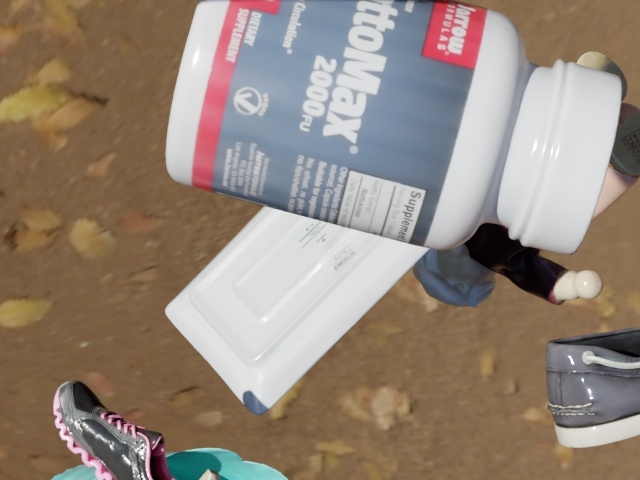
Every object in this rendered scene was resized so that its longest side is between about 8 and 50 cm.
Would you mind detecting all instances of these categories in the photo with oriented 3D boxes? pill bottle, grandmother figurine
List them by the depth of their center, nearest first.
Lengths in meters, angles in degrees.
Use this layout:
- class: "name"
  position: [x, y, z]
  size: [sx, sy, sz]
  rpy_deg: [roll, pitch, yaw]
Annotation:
- class: "pill bottle"
  position: [0.032, -0.055, 0.710]
  size: [0.180, 0.108, 0.108]
  rpy_deg: [14, 80, 1]
- class: "grandmother figurine"
  position: [0.195, -0.027, 1.559]
  size: [0.104, 0.342, 0.208]
  rpy_deg: [-21, 76, -35]

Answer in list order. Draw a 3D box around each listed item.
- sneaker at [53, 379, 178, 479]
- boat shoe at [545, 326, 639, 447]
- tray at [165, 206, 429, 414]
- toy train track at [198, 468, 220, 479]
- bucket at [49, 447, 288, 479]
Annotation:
- class: "sneaker"
  position: [-0.128, 0.135, 1.078]
  size: [0.057, 0.047, 0.119]
  rpy_deg: [-42, 76, 22]
- class: "boat shoe"
  position: [0.223, 0.056, 0.937]
  size: [0.206, 0.075, 0.065]
  rpy_deg: [-19, 95, -10]
- class: "tray"
  position: [0.000, 0.000, 1.321]
  size: [0.270, 0.030, 0.145]
  rpy_deg: [-45, 56, 0]
- class: "toy train track"
  position: [-0.091, 0.180, 1.035]
  size: [0.083, 0.014, 0.048]
  rpy_deg: [-50, 144, 10]
- class: "bucket"
  position: [-0.142, 0.311, 1.395]
  size: [0.281, 0.183, 0.281]
  rpy_deg: [4, 83, -35]
